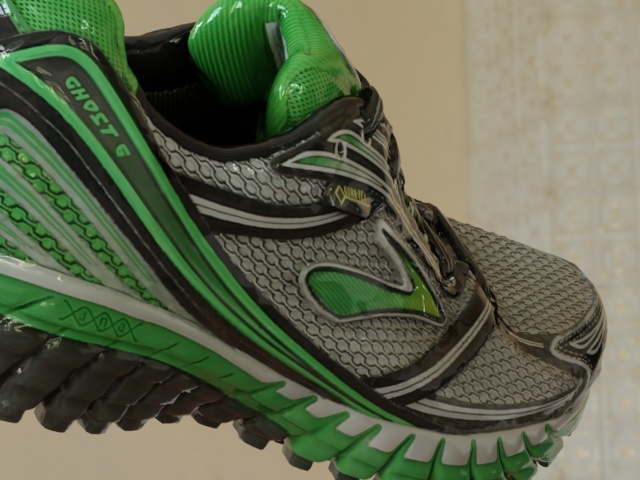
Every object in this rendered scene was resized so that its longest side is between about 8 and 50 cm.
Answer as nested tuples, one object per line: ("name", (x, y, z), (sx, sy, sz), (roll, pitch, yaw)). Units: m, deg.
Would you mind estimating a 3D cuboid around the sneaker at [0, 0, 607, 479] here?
("sneaker", (0.000, 0.000, 0.582), (0.343, 0.146, 0.134), (16, 19, -44))
